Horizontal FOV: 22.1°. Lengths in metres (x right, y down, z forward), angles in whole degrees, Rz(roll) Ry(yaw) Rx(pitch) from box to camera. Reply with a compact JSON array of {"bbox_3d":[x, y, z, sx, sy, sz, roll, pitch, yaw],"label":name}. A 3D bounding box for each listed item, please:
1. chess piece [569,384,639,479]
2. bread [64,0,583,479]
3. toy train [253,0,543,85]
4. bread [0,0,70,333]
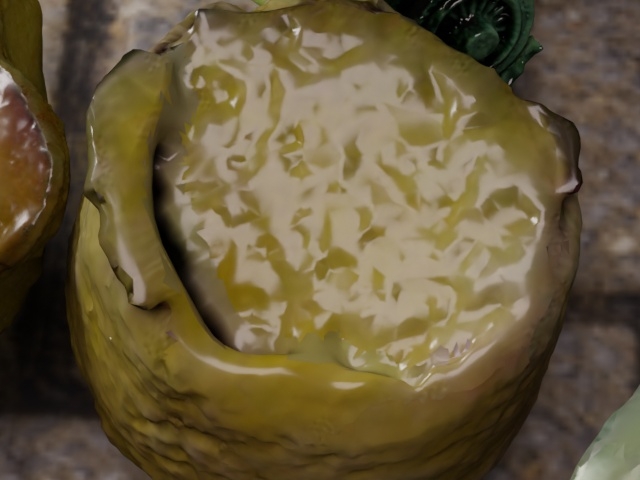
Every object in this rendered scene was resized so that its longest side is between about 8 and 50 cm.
[{"bbox_3d":[0.199,0.158,0.437,0.298,0.176,0.176,34,74,29],"label":"chess piece"},{"bbox_3d":[-0.002,0.003,0.585,0.197,0.170,0.197,2,67,-4],"label":"bread"},{"bbox_3d":[0.053,-0.168,0.627,0.253,0.157,0.105,-48,45,19],"label":"toy train"},{"bbox_3d":[-0.176,-0.006,0.627,0.233,0.088,0.161,-37,68,30],"label":"bread"}]
